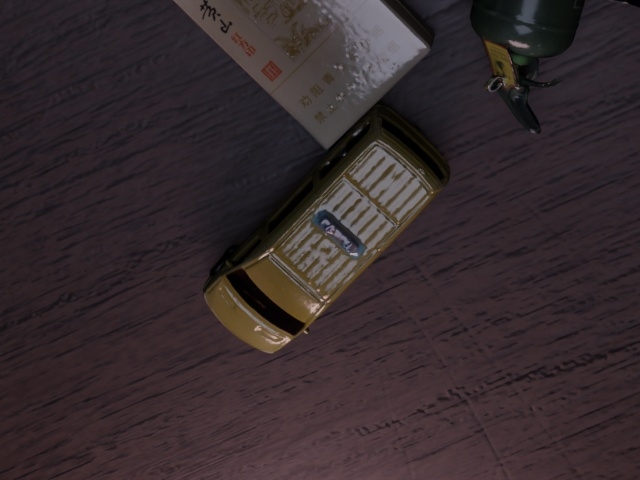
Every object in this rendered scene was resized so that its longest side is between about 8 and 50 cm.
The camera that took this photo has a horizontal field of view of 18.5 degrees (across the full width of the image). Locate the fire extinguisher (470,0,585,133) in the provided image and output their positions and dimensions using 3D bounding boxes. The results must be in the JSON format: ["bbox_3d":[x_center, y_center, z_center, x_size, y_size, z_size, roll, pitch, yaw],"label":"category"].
[{"bbox_3d":[0.196,-0.254,1.684,0.095,0.114,0.311,-3,116,-42],"label":"fire extinguisher"}]

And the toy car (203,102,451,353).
[{"bbox_3d":[0.000,0.000,1.768,0.101,0.124,0.257,42,105,-7],"label":"toy car"}]

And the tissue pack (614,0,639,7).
[{"bbox_3d":[0.401,-0.348,1.539,0.264,0.253,0.416,24,108,22],"label":"tissue pack"}]

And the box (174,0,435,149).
[{"bbox_3d":[-0.015,-0.199,1.738,0.201,0.058,0.141,42,110,-9],"label":"box"}]
